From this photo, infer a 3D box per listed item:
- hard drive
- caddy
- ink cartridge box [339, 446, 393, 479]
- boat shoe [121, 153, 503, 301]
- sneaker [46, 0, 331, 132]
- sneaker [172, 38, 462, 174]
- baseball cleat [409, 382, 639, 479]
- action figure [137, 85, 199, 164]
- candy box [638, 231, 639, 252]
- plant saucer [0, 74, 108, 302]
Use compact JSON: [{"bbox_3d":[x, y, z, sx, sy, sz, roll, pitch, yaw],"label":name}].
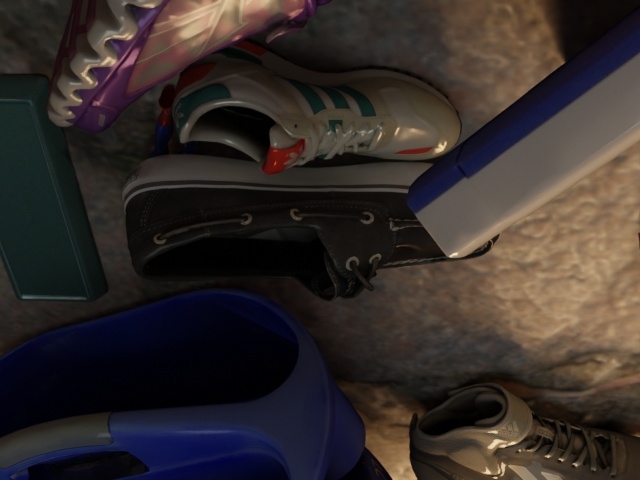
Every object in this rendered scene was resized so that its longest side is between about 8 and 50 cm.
[{"bbox_3d":[0.193,-0.119,0.446,0.319,0.210,0.040,-38,90,37],"label":"hard drive"},{"bbox_3d":[-0.129,0.164,0.760,0.341,0.241,0.179,-16,139,22],"label":"caddy"},{"bbox_3d":[-0.022,0.331,0.798,0.395,0.270,0.151,-31,121,5],"label":"ink cartridge box"},{"bbox_3d":[0.000,0.000,0.662,0.229,0.076,0.080,6,148,-14],"label":"boat shoe"},{"bbox_3d":[-0.051,-0.124,0.551,0.105,0.095,0.236,22,134,-27],"label":"sneaker"},{"bbox_3d":[-0.003,-0.059,0.621,0.161,0.075,0.057,14,137,-7],"label":"sneaker"},{"bbox_3d":[0.166,0.155,0.832,0.206,0.072,0.109,-1,137,7],"label":"baseball cleat"},{"bbox_3d":[-0.092,-0.040,0.689,0.038,0.030,0.115,10,139,-11],"label":"action figure"},{"bbox_3d":[0.304,0.079,0.734,0.159,0.071,0.233,-11,135,18],"label":"candy box"},{"bbox_3d":[-0.185,-0.025,0.723,0.067,0.018,0.192,2,138,6],"label":"plant saucer"}]
